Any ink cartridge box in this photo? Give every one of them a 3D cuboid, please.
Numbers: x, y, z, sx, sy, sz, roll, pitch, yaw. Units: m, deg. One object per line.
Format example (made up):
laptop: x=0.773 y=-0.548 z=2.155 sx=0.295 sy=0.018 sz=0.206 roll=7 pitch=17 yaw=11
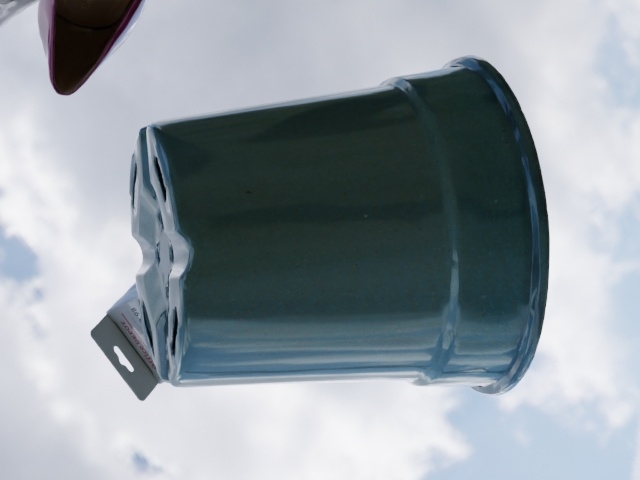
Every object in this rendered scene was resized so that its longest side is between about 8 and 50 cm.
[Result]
ink cartridge box: x=-0.166 y=0.085 z=1.672 sx=0.104 sy=0.060 sz=0.180 roll=55 pitch=-142 yaw=-13

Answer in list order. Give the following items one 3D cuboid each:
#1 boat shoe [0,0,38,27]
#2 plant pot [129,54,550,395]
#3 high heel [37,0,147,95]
boat shoe: x=-0.251 y=-0.181 z=0.998 sx=0.095 sy=0.335 sz=0.112 roll=-38 pitch=-84 yaw=-25
plant pot: x=0.000 y=0.000 z=1.452 sx=0.334 sy=0.341 sz=0.341 roll=-5 pitch=-117 yaw=-17
high heel: x=-0.170 y=-0.272 z=1.322 sx=0.127 sy=0.377 sz=0.181 roll=12 pitch=-112 yaw=-12
